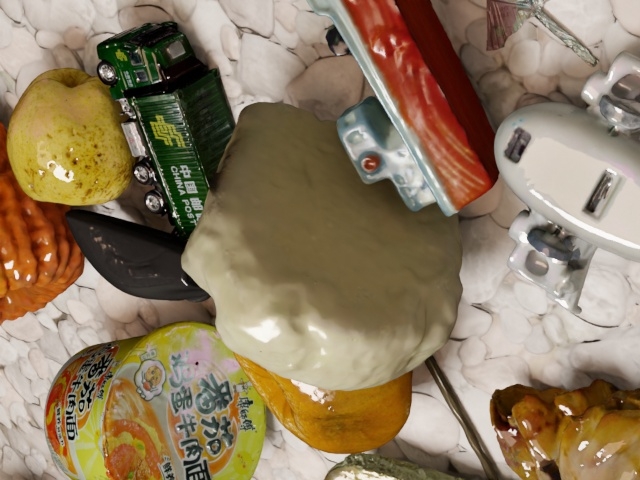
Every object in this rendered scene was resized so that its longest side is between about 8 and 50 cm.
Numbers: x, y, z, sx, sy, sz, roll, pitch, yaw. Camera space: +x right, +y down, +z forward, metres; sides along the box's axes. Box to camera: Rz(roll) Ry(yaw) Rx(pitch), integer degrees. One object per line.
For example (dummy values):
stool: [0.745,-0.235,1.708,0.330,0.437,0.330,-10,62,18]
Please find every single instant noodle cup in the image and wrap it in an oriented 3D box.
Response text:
instant noodle cup: [-0.230,0.236,1.615,0.200,0.264,0.264,-5,113,48]

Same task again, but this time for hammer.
hammer: [0.184,0.244,1.459,0.058,0.029,0.292,-23,99,40]

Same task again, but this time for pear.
pear: [-0.309,-0.130,1.511,0.178,0.178,0.178,18,125,27]

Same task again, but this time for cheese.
cheese: [0.000,0.000,1.257,0.326,0.318,0.115,51,136,20]

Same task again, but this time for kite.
kite: [0.209,-0.220,1.177,0.152,0.005,0.137,51,135,-1]

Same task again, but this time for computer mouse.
computer mouse: [-0.209,0.030,1.527,0.264,0.147,0.088,15,94,28]

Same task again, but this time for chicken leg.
chicken leg: [0.306,0.275,1.323,0.295,0.182,0.409,31,147,29]

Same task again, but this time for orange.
orange: [0.021,0.131,1.398,0.249,0.183,0.249,46,162,19]

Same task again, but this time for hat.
hat: [-0.513,-0.063,1.624,0.285,0.285,0.400,-33,91,43]

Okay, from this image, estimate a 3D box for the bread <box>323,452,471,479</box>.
bread: [0.130,0.378,1.487,0.286,0.056,0.207,16,110,23]

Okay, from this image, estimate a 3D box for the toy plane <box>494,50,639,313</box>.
toy plane: [0.286,-0.046,1.146,0.267,0.122,0.267,5,102,24]

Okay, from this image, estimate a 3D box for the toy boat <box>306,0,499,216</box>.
toy boat: [0.055,-0.178,1.210,0.133,0.145,0.332,-23,104,23]

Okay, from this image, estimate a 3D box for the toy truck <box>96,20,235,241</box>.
toy truck: [-0.173,-0.131,1.453,0.121,0.088,0.259,-1,116,38]
